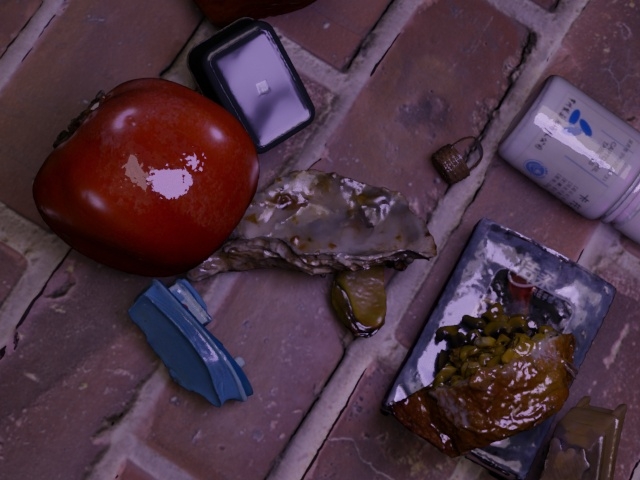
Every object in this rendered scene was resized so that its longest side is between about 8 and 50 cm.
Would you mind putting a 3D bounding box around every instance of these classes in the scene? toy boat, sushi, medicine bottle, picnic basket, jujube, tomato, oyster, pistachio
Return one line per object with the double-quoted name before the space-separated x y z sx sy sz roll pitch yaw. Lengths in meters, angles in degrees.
"toy boat" 0.393 0.465 1.743 0.162 0.135 0.446 13 87 -50
"sushi" 0.248 0.205 1.682 0.296 0.167 0.179 -26 93 3
"medicine bottle" 0.454 -0.131 1.881 0.293 0.170 0.170 35 76 -1
"picnic basket" 0.236 -0.139 1.901 0.083 0.072 0.072 -34 85 -4
"jujube" -0.090 -0.447 1.862 0.255 0.190 0.190 -33 85 8
"toy boat" -0.193 0.161 1.772 0.238 0.109 0.098 51 43 3
"tomato" -0.257 -0.092 1.697 0.289 0.325 0.293 39 64 -12
"oyster" -0.012 -0.018 1.820 0.395 0.111 0.204 -1 47 5
"pistachio" 0.059 0.079 1.843 0.089 0.049 0.173 4 68 -13

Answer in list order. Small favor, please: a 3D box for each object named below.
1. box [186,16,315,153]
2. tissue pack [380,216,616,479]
"box" -0.109 -0.248 1.826 0.144 0.090 0.201 -32 110 -13
"tissue pack" 0.285 0.175 1.822 0.259 0.122 0.361 30 78 2
